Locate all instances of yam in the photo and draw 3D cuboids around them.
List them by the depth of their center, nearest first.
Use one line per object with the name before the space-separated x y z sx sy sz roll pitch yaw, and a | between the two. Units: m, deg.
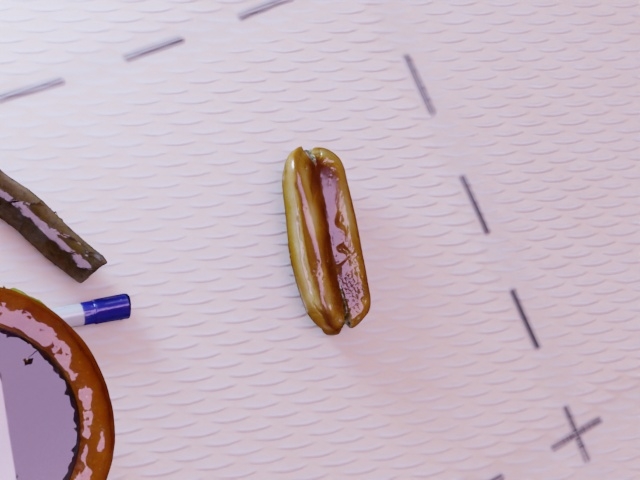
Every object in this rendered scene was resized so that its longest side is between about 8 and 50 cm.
yam | -0.363 -0.038 1.774 0.241 0.057 0.057 42 67 -8

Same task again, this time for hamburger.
hamburger | -0.397 0.200 1.591 0.330 0.250 0.330 2 84 -18

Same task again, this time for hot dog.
hot dog | 0.000 0.000 1.905 0.100 0.068 0.249 -6 83 -34

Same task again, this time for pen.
pen | -0.359 0.101 1.756 0.269 0.033 0.033 -10 82 -24
